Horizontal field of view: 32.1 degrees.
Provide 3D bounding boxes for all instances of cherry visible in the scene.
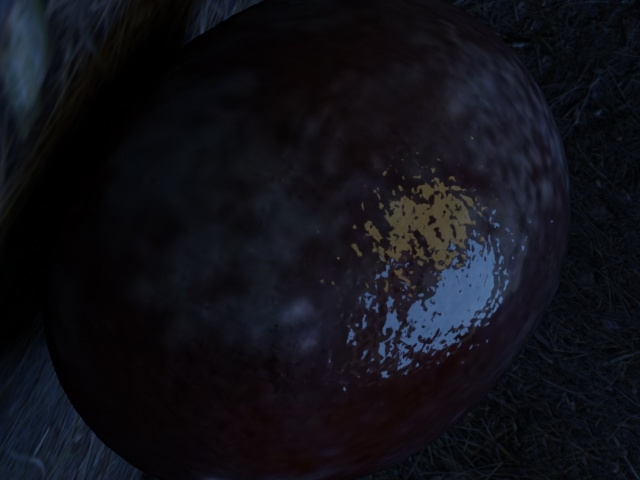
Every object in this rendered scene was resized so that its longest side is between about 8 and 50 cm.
[{"bbox_3d":[0.000,0.000,0.505,0.285,0.213,0.236,-41,149,-67],"label":"cherry"}]
